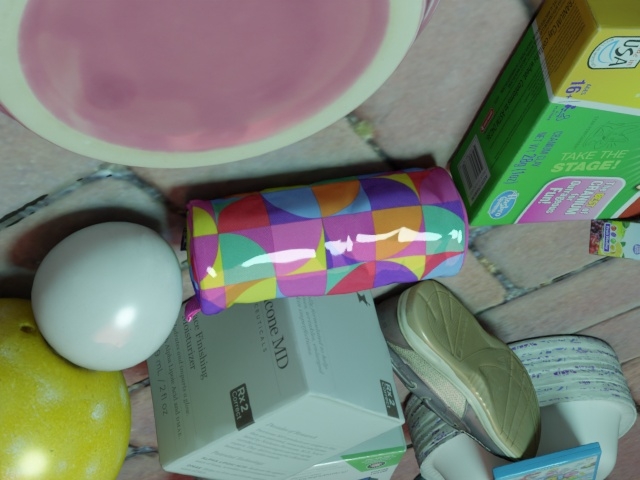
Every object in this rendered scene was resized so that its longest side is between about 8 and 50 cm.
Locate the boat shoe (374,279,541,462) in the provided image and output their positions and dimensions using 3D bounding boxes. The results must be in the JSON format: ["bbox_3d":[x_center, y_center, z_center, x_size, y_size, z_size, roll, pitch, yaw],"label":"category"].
[{"bbox_3d":[0.146,0.147,1.186,0.092,0.103,0.285,-11,137,37],"label":"boat shoe"}]

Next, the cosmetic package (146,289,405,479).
[{"bbox_3d":[-0.047,0.128,1.047,0.183,0.151,0.151,-32,146,27],"label":"cosmetic package"}]

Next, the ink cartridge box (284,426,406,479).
[{"bbox_3d":[0.007,0.273,1.386,0.154,0.093,0.212,-7,152,-14],"label":"ink cartridge box"}]

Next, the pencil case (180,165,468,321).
[{"bbox_3d":[0.000,0.000,0.901,0.236,0.104,0.104,-9,151,-8],"label":"pencil case"}]

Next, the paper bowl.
[{"bbox_3d":[0.258,0.246,1.392,0.284,0.148,0.284,-10,151,-5],"label":"paper bowl"}]

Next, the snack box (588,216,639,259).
[{"bbox_3d":[0.316,-0.007,0.992,0.100,0.037,0.141,6,-170,35],"label":"snack box"}]

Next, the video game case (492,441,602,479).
[{"bbox_3d":[0.258,0.270,1.257,0.119,0.015,0.166,-15,154,4],"label":"video game case"}]

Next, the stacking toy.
[{"bbox_3d":[-0.274,0.171,0.946,0.480,0.351,0.350,-45,141,18],"label":"stacking toy"}]

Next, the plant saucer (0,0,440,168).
[{"bbox_3d":[-0.070,-0.145,0.632,0.332,0.084,0.332,-11,151,-6],"label":"plant saucer"}]

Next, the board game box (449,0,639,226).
[{"bbox_3d":[0.291,-0.109,0.868,0.316,0.064,0.242,-4,149,-18],"label":"board game box"}]

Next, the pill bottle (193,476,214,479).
[{"bbox_3d":[-0.117,0.349,1.383,0.094,0.169,0.094,-11,151,-6],"label":"pill bottle"}]

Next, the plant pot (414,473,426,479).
[{"bbox_3d":[0.304,0.442,1.703,0.290,0.196,0.290,-11,151,-6],"label":"plant pot"}]
